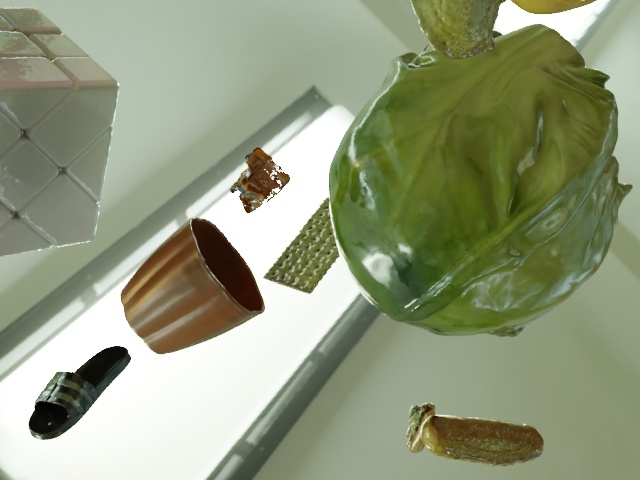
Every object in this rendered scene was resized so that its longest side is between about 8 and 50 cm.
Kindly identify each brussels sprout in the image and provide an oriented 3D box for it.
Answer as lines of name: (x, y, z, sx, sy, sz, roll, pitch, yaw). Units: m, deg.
brussels sprout: (0.194, -0.048, 1.233, 0.361, 0.342, 0.425, -40, -48, -25)

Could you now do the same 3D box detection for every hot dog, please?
hot dog: (0.178, 0.338, 1.670, 0.041, 0.133, 0.056, 7, -138, -8)
hot dog: (0.224, 0.283, 1.273, 0.215, 0.047, 0.066, 11, -130, -34)

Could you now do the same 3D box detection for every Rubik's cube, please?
Rubik's cube: (-0.560, -0.182, 1.511, 0.318, 0.322, 0.316, -12, -138, -41)

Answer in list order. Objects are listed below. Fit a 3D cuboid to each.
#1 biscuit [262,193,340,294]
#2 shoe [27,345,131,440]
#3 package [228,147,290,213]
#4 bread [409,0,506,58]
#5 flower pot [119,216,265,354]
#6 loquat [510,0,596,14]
biscuit: (0.000, 0.000, 1.742, 0.231, 0.139, 0.016, -53, -48, -21)
shoe: (-0.316, 0.180, 1.178, 0.179, 0.071, 0.049, -48, -48, -46)
package: (-0.105, -0.093, 1.474, 0.033, 0.110, 0.077, -19, -108, -50)
bread: (0.100, -0.221, 0.648, 0.188, 0.065, 0.149, 59, -135, -32)
flower pot: (-0.210, 0.081, 1.429, 0.191, 0.173, 0.191, 54, -169, -16)
loquat: (0.205, -0.264, 0.797, 0.113, 0.137, 0.137, 33, -138, -40)
